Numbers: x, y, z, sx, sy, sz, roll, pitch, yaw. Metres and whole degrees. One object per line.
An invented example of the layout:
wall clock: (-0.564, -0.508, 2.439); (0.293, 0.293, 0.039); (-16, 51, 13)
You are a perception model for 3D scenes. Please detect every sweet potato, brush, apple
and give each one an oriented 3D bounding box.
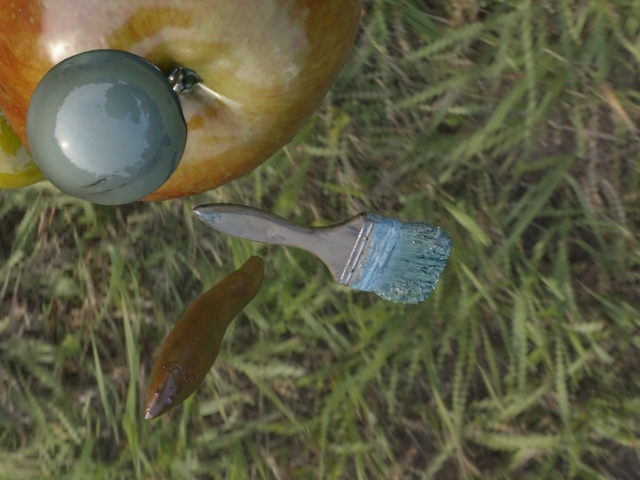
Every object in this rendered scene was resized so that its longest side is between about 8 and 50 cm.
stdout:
sweet potato: (-0.122, 0.094, 1.675); (0.057, 0.265, 0.057); (12, 129, 15)
brush: (0.000, 0.000, 1.204); (0.196, 0.021, 0.070); (13, 120, -17)
apple: (-0.113, -0.170, 1.286); (0.277, 0.250, 0.309); (20, 102, -35)

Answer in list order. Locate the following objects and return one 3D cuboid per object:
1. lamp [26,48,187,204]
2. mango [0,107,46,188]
lamp: (-0.140, -0.074, 1.079); (0.105, 0.105, 0.105); (-2, 104, -8)
mango: (-0.307, -0.160, 1.629); (0.137, 0.238, 0.091); (10, 148, -37)
